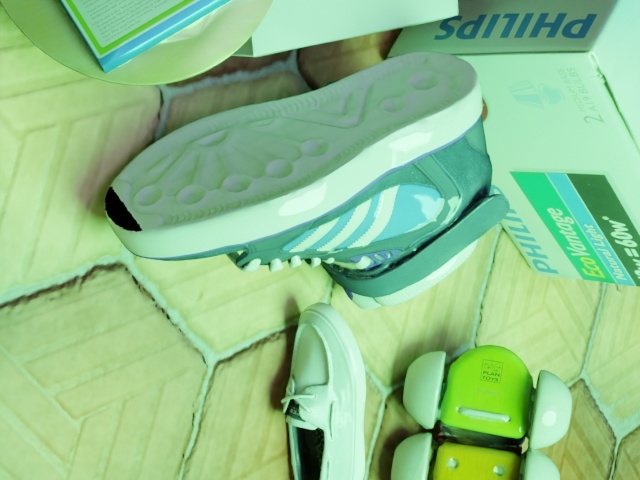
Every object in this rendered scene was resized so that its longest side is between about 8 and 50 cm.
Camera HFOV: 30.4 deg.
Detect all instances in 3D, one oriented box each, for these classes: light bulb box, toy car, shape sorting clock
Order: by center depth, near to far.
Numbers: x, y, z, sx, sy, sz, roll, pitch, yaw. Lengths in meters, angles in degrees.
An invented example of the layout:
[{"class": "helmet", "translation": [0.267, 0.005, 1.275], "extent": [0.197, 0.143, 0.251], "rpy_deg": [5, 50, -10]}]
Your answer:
[{"class": "shape sorting clock", "translation": [-0.126, -0.209, 0.811], "extent": [0.206, 0.040, 0.206], "rpy_deg": [0, 92, -14]}, {"class": "toy car", "translation": [0.158, 0.191, 1.160], "extent": [0.136, 0.159, 0.182], "rpy_deg": [11, 88, -80]}, {"class": "light bulb box", "translation": [0.306, -0.195, 1.175], "extent": [0.358, 0.225, 0.361], "rpy_deg": [49, 61, -38]}]

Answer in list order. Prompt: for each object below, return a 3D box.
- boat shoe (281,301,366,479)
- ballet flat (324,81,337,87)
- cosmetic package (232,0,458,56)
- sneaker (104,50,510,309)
[{"class": "boat shoe", "translation": [-0.004, 0.147, 1.034], "extent": [0.063, 0.066, 0.184], "rpy_deg": [-23, 121, -42]}, {"class": "ballet flat", "translation": [0.068, -0.104, 1.064], "extent": [0.188, 0.070, 0.070], "rpy_deg": [10, 89, -47]}, {"class": "cosmetic package", "translation": [0.000, -0.193, 0.955], "extent": [0.239, 0.099, 0.060], "rpy_deg": [-20, 109, -41]}, {"class": "sneaker", "translation": [0.000, 0.000, 0.965], "extent": [0.323, 0.130, 0.236], "rpy_deg": [-24, 136, -18]}]
